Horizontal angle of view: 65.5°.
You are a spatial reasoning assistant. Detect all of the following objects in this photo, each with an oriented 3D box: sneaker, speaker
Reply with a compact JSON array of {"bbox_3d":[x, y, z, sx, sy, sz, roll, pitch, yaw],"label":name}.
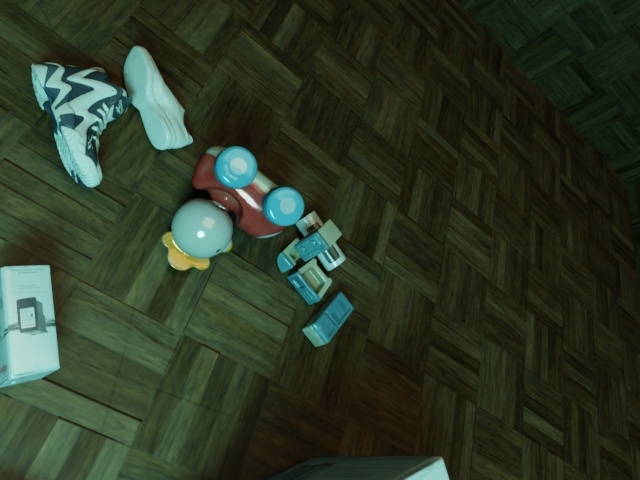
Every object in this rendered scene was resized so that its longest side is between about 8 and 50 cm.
[{"bbox_3d":[-0.396,-0.215,0.888,0.153,0.094,0.235,-21,75,-34],"label":"sneaker"},{"bbox_3d":[-0.322,-0.284,1.004,0.094,0.080,0.212,-20,90,-54],"label":"sneaker"},{"bbox_3d":[0.000,0.000,1.140,0.055,0.055,0.136,-37,96,-42],"label":"speaker"}]

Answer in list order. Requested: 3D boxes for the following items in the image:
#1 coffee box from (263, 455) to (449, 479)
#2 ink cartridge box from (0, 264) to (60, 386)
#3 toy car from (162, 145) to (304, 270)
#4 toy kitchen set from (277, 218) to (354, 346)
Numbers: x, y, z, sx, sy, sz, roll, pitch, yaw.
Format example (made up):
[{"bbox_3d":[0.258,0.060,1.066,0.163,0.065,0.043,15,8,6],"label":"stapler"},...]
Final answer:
[{"bbox_3d":[-0.002,0.536,0.706,0.338,0.337,0.335,-6,75,-41],"label":"coffee box"},{"bbox_3d":[-0.423,0.123,0.706,0.063,0.109,0.151,-1,71,-43],"label":"ink cartridge box"},{"bbox_3d":[-0.187,-0.033,0.945,0.210,0.219,0.238,39,80,-20],"label":"toy car"},{"bbox_3d":[0.007,0.091,1.027,0.207,0.166,0.122,51,48,-8],"label":"toy kitchen set"}]
